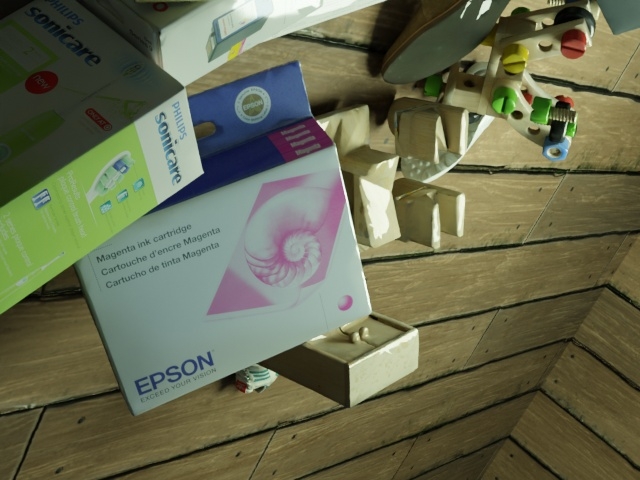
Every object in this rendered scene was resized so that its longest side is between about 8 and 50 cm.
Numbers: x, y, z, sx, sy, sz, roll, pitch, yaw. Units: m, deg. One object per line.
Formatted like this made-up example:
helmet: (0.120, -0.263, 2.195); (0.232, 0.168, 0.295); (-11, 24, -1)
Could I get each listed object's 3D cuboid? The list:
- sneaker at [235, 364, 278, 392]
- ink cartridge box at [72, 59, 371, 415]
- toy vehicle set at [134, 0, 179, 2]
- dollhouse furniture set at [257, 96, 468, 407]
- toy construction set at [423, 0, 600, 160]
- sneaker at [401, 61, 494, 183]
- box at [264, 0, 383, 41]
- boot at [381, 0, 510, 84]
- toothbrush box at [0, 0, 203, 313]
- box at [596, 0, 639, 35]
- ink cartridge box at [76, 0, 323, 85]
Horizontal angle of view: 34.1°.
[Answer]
sneaker: (-0.114, 0.214, 1.695); (0.075, 0.057, 0.161); (-56, 154, -1)
ink cartridge box: (-0.121, 0.000, 1.204); (0.324, 0.071, 0.330); (-22, 119, -15)
toy vehicle set: (-0.054, -0.307, 0.966); (0.266, 0.166, 0.035); (-8, 166, -21)
dollhouse furniture set: (0.000, 0.000, 1.516); (0.362, 0.256, 0.394); (-23, 120, -42)
toy construction set: (0.282, -0.287, 1.549); (0.257, 0.237, 0.309); (58, 46, -71)
sneaker: (0.225, -0.178, 1.700); (0.235, 0.090, 0.095); (-48, 163, 0)
box: (0.016, -0.313, 1.255); (0.324, 0.063, 0.067); (-28, 146, -36)
boot: (0.186, -0.340, 1.438); (0.112, 0.115, 0.305); (4, 140, -50)
toothbrush box: (-0.284, -0.077, 0.953); (0.283, 0.206, 0.122); (-36, 148, -23)
box: (0.410, -0.447, 1.437); (0.261, 0.103, 0.184); (49, 47, -35)
ink cartridge box: (-0.122, -0.257, 1.025); (0.212, 0.154, 0.093); (-36, 152, -27)
